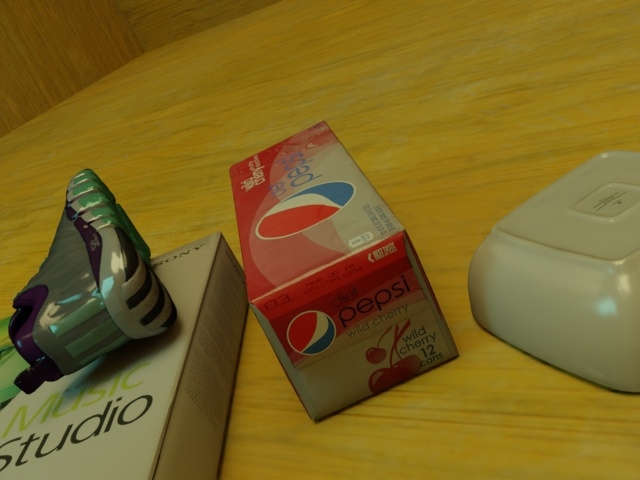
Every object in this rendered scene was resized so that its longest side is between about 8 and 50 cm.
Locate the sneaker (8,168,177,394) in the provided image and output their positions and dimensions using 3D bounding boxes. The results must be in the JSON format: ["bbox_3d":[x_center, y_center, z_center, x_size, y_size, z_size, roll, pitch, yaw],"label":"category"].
[{"bbox_3d":[-0.167,0.018,0.514,0.098,0.083,0.223,-33,24,-8],"label":"sneaker"}]

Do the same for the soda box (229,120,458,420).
[{"bbox_3d":[0.000,0.000,0.513,0.092,0.083,0.263,-26,23,1],"label":"soda box"}]

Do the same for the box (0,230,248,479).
[{"bbox_3d":[-0.168,0.117,0.466,0.232,0.058,0.322,-22,21,9],"label":"box"}]

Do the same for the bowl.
[{"bbox_3d":[0.153,0.001,0.390,0.142,0.053,0.142,-31,23,-16],"label":"bowl"}]
